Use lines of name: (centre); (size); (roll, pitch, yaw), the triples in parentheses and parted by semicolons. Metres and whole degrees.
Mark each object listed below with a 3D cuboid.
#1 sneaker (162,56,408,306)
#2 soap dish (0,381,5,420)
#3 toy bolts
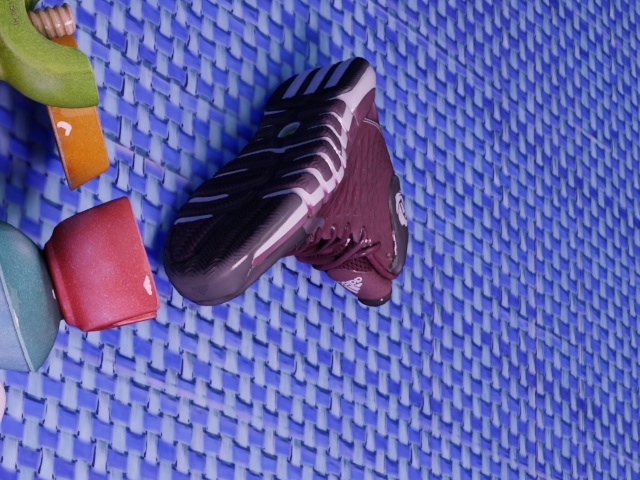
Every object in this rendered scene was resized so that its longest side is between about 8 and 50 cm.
sneaker: (0.000, 0.000, 1.307); (0.163, 0.106, 0.281); (65, 35, -24)
soap dish: (-0.292, 0.060, 0.839); (0.291, 0.118, 0.229); (57, 39, -29)
toy bolts: (-0.195, -0.031, 1.045); (0.218, 0.158, 0.229); (112, -39, -78)
